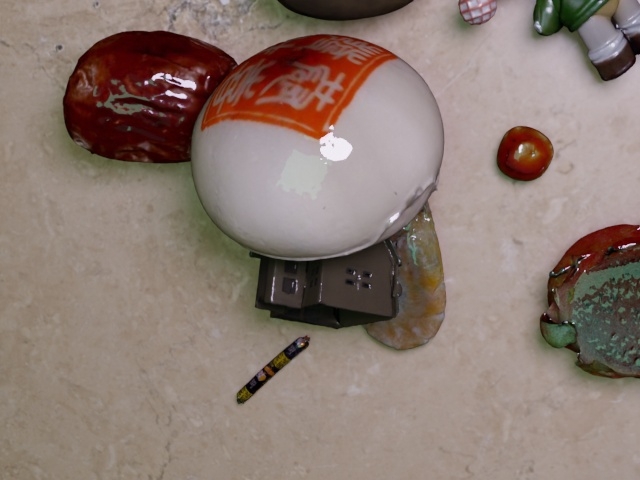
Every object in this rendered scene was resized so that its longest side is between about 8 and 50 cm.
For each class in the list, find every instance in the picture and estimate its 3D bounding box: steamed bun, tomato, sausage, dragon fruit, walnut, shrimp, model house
[{"bbox_3d":[-0.016,-0.156,1.144,0.375,0.374,0.241,-7,135,17],"label":"steamed bun"},{"bbox_3d":[0.313,-0.132,1.223,0.087,0.075,0.087,2,101,12],"label":"tomato"},{"bbox_3d":[-0.088,0.234,1.440,0.198,0.025,0.028,-43,44,20],"label":"sausage"},{"bbox_3d":[0.479,0.093,1.193,0.295,0.130,0.268,-6,100,17],"label":"dragon fruit"},{"bbox_3d":[-0.270,-0.215,1.312,0.269,0.221,0.243,12,137,5],"label":"walnut"},{"bbox_3d":[0.118,0.033,1.316,0.168,0.077,0.317,-4,103,20],"label":"shrimp"},{"bbox_3d":[0.000,0.000,1.264,0.204,0.211,0.243,13,73,-25],"label":"model house"}]

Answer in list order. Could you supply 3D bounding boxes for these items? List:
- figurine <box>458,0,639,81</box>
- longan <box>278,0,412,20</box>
[{"bbox_3d":[0.324,-0.393,1.112,0.281,0.167,0.370,-42,98,2],"label":"figurine"},{"bbox_3d":[0.037,-0.454,1.137,0.300,0.243,0.300,0,90,-21],"label":"longan"}]
